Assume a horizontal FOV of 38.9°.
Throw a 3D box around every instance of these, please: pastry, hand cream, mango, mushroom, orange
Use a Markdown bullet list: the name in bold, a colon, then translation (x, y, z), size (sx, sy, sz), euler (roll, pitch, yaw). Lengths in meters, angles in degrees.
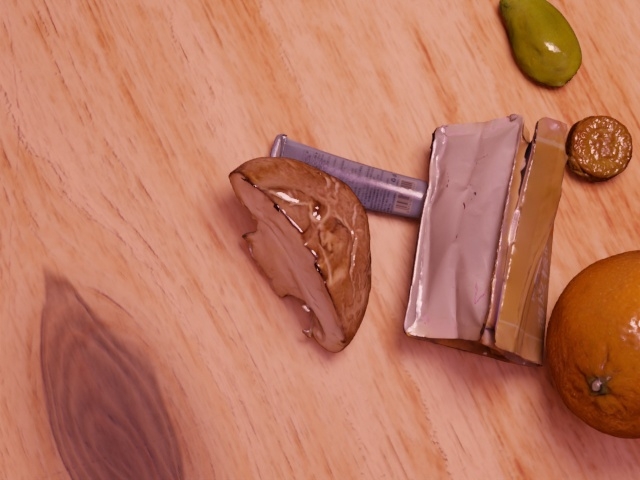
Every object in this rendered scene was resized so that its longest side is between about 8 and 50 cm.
- **pastry**: translation (0.408, -0.136, 1.331), size (0.109, 0.057, 0.097), euler (-28, 84, -8)
- **hand cream**: translation (0.050, -0.083, 1.293), size (0.256, 0.055, 0.088), euler (13, 92, 0)
- **mango**: translation (0.325, -0.305, 1.348), size (0.091, 0.074, 0.165), euler (-32, 83, -8)
- **mushroom**: translation (0.000, 0.000, 1.236), size (0.151, 0.156, 0.286), euler (-33, 99, -31)
- **orange**: translation (0.417, 0.138, 1.174), size (0.264, 0.264, 0.264), euler (1, 79, -5)

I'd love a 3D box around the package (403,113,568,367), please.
- **package**: translation (0.260, 0.000, 1.216), size (0.221, 0.165, 0.311), euler (17, 77, -23)
